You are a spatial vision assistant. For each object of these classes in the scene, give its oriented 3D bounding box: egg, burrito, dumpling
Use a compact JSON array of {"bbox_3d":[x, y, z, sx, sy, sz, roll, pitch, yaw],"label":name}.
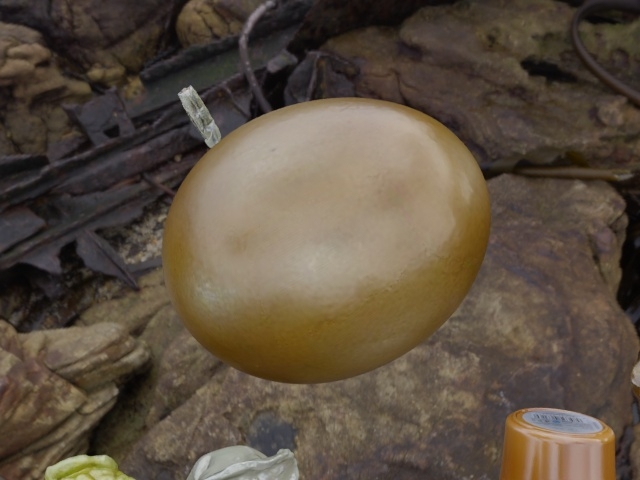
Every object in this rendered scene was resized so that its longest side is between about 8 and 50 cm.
[{"bbox_3d":[0.000,0.000,0.627,0.351,0.282,0.283,-26,48,30],"label":"egg"},{"bbox_3d":[-0.269,-0.277,1.381,0.041,0.185,0.045,26,70,31],"label":"burrito"},{"bbox_3d":[-0.149,0.386,0.908,0.258,0.193,0.147,-40,48,15],"label":"dumpling"}]

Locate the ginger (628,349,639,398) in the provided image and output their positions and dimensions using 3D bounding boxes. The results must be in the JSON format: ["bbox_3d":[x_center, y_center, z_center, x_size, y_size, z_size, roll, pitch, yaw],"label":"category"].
[{"bbox_3d":[0.680,0.182,1.083,0.309,0.133,0.107,-38,102,2],"label":"ginger"}]

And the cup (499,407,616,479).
[{"bbox_3d":[0.320,0.363,0.795,0.226,0.182,0.264,2,91,-37],"label":"cup"}]

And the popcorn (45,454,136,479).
[{"bbox_3d":[-0.344,0.420,0.874,0.181,0.235,0.217,12,16,-14],"label":"popcorn"}]
